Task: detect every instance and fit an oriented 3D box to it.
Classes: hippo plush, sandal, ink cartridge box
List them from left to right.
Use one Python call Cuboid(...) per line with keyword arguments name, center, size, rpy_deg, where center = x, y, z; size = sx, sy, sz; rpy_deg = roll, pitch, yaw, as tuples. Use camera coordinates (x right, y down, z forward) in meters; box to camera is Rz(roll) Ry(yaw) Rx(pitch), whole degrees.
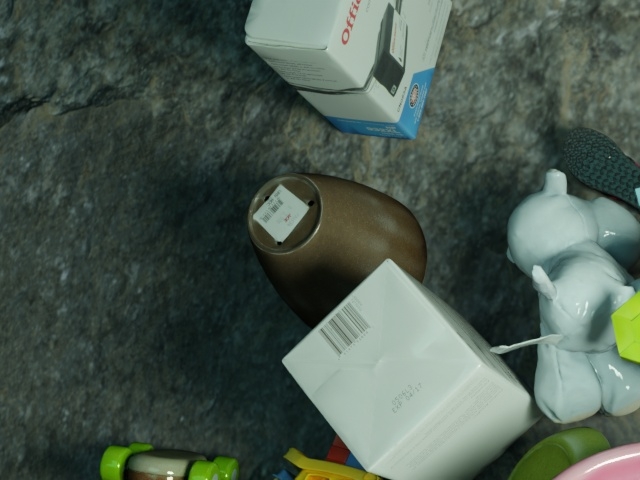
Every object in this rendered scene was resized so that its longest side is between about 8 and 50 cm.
Cuboid(name="ink cartridge box", center=(0.047, -0.296, 1.708), size=(0.129, 0.307, 0.223), rpy_deg=(11, 78, 28))
Cuboid(name="hippo plush", center=(0.299, 0.064, 1.532), size=(0.236, 0.294, 0.234), rpy_deg=(-111, 34, -49))
Cuboid(name="sandal", center=(0.387, -0.079, 1.635), size=(0.179, 0.040, 0.067), rpy_deg=(36, 96, 16))

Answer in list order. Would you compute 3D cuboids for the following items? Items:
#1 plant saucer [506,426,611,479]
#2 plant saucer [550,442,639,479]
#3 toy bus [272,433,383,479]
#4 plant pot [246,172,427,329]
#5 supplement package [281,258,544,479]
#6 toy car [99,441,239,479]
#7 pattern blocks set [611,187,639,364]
Cuboid(name="plant saucer", center=(0.253, 0.320, 1.461), size=(0.037, 0.241, 0.241), rpy_deg=(26, 83, -13))
Cuboid(name="plant saucer", center=(0.347, 0.349, 1.229), size=(0.332, 0.084, 0.332), rpy_deg=(-4, 46, 5))
Cuboid(name="toy bus", center=(-0.005, 0.334, 1.623), size=(0.220, 0.149, 0.211), rpy_deg=(7, 63, 30))
Cuboid(name="plant pot", center=(0.000, 0.000, 1.674), size=(0.215, 0.230, 0.215), rpy_deg=(-8, 69, 23))
Cuboid(name="supplement package", center=(0.120, 0.175, 1.520), size=(0.177, 0.293, 0.175), rpy_deg=(-44, 61, 5))
Cuboid(name="toy car", center=(-0.209, 0.376, 1.706), size=(0.155, 0.149, 0.188), rpy_deg=(6, 87, 16))
Cuboid(name="pattern blocks set", center=(0.448, 0.073, 1.317), size=(0.285, 0.026, 0.325), rpy_deg=(-6, 70, 15))
